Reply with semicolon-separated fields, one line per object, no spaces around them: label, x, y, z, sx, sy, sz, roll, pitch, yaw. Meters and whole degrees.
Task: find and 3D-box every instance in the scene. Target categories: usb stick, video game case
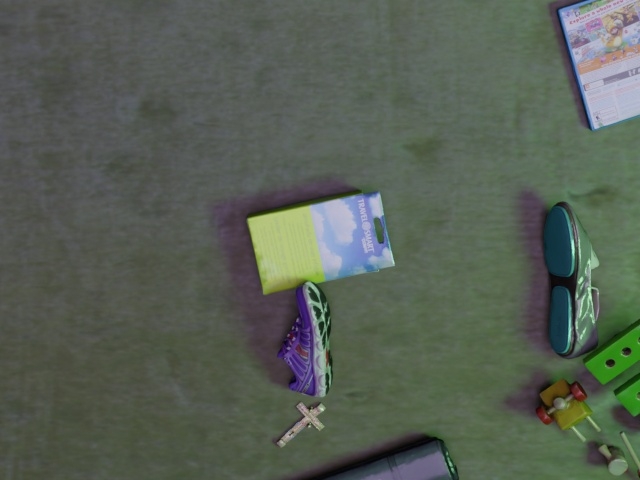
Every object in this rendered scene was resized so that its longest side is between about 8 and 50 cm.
usb stick;0.051;0.343;1.808;0.278;0.045;0.077;-20;100;3
video game case;0.387;-0.239;1.727;0.119;0.015;0.166;-17;100;3

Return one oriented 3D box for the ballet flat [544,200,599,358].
ballet flat;0.338;0.050;1.759;0.068;0.072;0.213;-8;102;-27

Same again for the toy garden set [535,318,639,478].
toy garden set;0.430;0.230;1.786;0.204;0.049;0.244;-39;109;17

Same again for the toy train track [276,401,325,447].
toy train track;-0.027;0.253;1.807;0.083;0.014;0.048;-42;98;7

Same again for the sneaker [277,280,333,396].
sneaker;-0.024;0.135;1.750;0.071;0.068;0.170;3;115;10

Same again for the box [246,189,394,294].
box;0.000;0.000;1.748;0.178;0.042;0.109;-12;101;1
